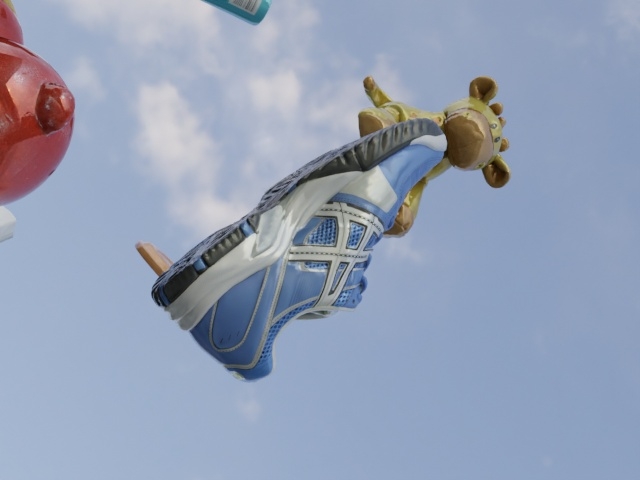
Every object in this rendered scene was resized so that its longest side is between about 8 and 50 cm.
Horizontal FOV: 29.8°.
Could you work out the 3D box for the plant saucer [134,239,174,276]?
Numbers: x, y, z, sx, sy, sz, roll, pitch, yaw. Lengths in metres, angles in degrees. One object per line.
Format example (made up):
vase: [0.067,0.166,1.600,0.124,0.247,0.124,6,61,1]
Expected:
plant saucer: [-0.136,0.030,1.090,0.013,0.083,0.083,-43,-99,-2]

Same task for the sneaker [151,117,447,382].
sneaker: [0.000,0.000,0.713,0.081,0.211,0.080,55,-23,-8]

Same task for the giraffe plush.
giraffe plush: [0.144,-0.114,1.463,0.170,0.210,0.181,-6,-54,9]

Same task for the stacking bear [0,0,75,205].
stacking bear: [-0.267,-0.131,0.799,0.175,0.164,0.289,-43,-118,-5]

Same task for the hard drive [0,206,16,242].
hard drive: [-0.524,-0.020,1.343,0.203,0.307,0.040,35,-55,19]

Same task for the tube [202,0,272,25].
tube: [-0.160,-0.345,1.550,0.207,0.080,0.052,24,-26,-28]
